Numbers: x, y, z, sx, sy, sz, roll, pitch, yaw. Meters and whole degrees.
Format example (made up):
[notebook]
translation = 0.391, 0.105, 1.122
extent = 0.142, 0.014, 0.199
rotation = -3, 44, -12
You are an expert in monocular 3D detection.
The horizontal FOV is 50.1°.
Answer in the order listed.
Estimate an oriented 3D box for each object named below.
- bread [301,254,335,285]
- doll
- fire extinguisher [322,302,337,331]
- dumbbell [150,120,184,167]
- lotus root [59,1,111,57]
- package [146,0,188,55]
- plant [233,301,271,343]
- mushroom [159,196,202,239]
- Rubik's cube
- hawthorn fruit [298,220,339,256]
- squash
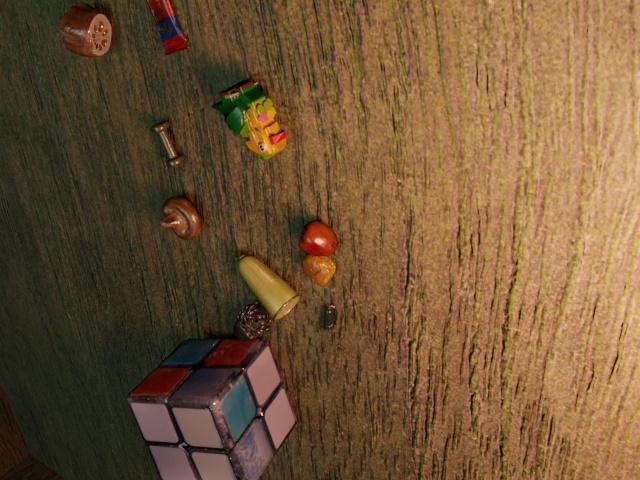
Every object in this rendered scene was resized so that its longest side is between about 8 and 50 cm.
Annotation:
[bread]
translation = -0.004, 0.066, 1.629
extent = 0.081, 0.046, 0.083
rotation = -4, 115, 45
[doll]
translation = -0.149, -0.262, 1.493
extent = 0.186, 0.106, 0.134
rotation = 51, 143, 1
[fire extinguisher]
translation = 0.024, 0.188, 1.702
extent = 0.038, 0.025, 0.083
rotation = -1, 124, -1
[dumbbell]
translation = -0.393, -0.247, 1.761
extent = 0.052, 0.046, 0.118
rotation = 0, 117, 47
[lotus root]
translation = -0.574, -0.520, 1.693
extent = 0.081, 0.112, 0.122
rotation = 16, 139, 17
[package]
translation = -0.364, -0.529, 1.566
extent = 0.083, 0.022, 0.200
rotation = -3, 113, 42
[plant]
translation = -0.185, 0.226, 1.863
extent = 0.094, 0.092, 0.143
rotation = 53, 146, 11
[mushroom]
translation = -0.372, -0.061, 1.840
extent = 0.109, 0.085, 0.126
rotation = -25, 98, 12
[Rubik's cube]
translation = -0.297, 0.481, 1.927
extent = 0.313, 0.318, 0.316
rotation = -5, 112, 29
[hawthorn fruit]
translation = 0.000, 0.000, 1.566
extent = 0.093, 0.081, 0.081
rotation = 23, 137, -11
[squash]
translation = -0.155, 0.102, 1.767
extent = 0.224, 0.094, 0.094
rotation = 44, 137, 19
